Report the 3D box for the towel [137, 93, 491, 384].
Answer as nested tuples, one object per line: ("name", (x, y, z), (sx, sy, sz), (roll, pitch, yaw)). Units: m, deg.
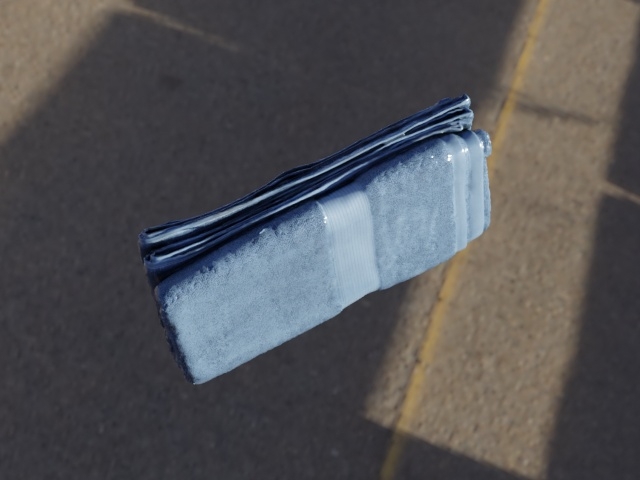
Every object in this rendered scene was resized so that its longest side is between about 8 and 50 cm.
("towel", (0.000, 0.000, 0.491), (0.119, 0.067, 0.029), (-27, 57, -13))
